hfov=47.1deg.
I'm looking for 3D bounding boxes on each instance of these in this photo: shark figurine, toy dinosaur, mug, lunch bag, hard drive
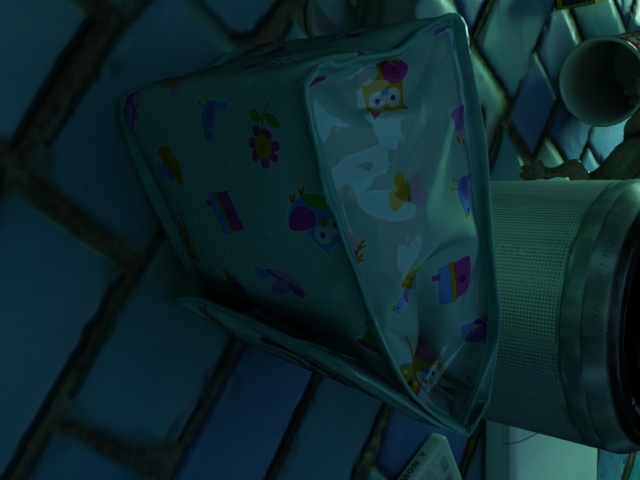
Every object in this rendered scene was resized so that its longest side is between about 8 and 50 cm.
[{"bbox_3d":[0.062,-0.206,0.634,0.166,0.116,0.278,-4,98,-46],"label":"shark figurine"},{"bbox_3d":[0.390,-0.080,0.908,0.200,0.295,0.127,15,38,-48],"label":"toy dinosaur"},{"bbox_3d":[0.412,-0.209,0.988,0.169,0.113,0.150,-28,101,-45],"label":"mug"},{"bbox_3d":[0.000,0.000,0.507,0.160,0.223,0.262,-30,116,-34],"label":"lunch bag"},{"bbox_3d":[0.289,0.370,0.952,0.233,0.047,0.353,-5,97,-45],"label":"hard drive"}]

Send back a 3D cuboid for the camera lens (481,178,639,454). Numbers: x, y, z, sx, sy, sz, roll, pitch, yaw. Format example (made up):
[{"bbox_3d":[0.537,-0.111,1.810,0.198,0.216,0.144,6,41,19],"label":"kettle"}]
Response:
[{"bbox_3d":[0.183,0.056,0.658,0.219,0.274,0.220,-4,95,-45],"label":"camera lens"}]

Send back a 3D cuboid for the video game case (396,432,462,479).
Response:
[{"bbox_3d":[0.107,0.341,0.783,0.183,0.023,0.201,-42,122,-35],"label":"video game case"}]

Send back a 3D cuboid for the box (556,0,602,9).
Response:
[{"bbox_3d":[0.372,-0.351,0.975,0.169,0.054,0.059,-29,113,-41],"label":"box"}]
